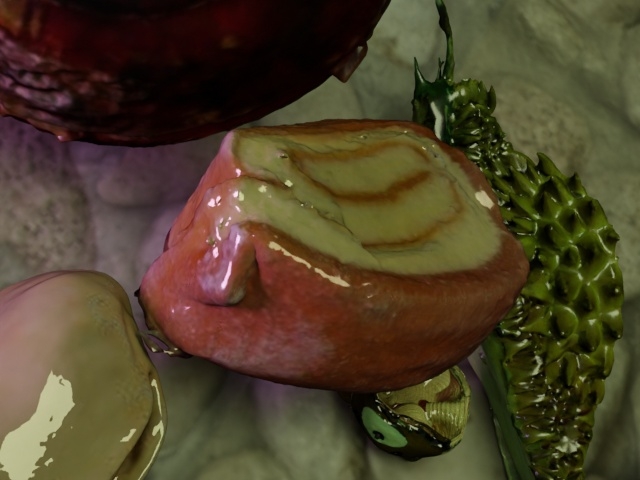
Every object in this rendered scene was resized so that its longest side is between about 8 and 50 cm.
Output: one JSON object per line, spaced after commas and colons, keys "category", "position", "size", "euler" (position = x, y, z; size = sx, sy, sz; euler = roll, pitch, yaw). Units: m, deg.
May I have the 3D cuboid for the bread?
{"category": "bread", "position": [0.006, 0.009, 1.181], "size": [0.244, 0.123, 0.190], "euler": [-12, 54, -44]}

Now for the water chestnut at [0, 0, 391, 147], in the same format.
{"category": "water chestnut", "position": [-0.100, -0.217, 1.202], "size": [0.350, 0.302, 0.350], "euler": [0, 89, 7]}

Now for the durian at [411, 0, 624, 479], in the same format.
{"category": "durian", "position": [0.136, 0.022, 1.290], "size": [0.106, 0.132, 0.375], "euler": [-10, 82, -12]}

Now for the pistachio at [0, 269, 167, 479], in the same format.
{"category": "pistachio", "position": [-0.172, 0.117, 1.132], "size": [0.152, 0.126, 0.223], "euler": [15, 68, 20]}

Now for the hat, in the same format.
{"category": "hat", "position": [0.053, 0.108, 1.264], "size": [0.077, 0.059, 0.076], "euler": [29, 48, -17]}
